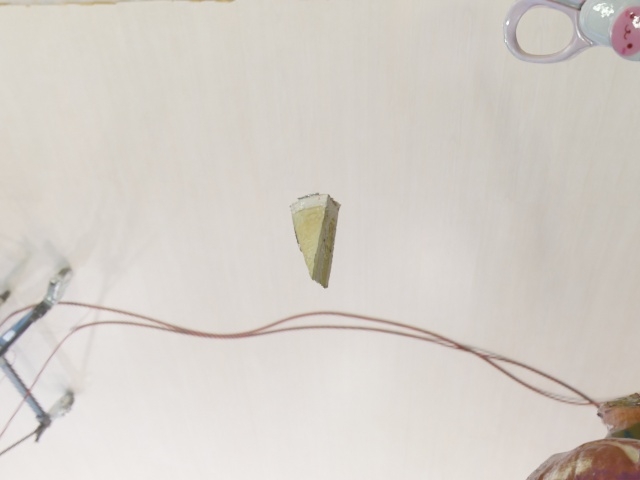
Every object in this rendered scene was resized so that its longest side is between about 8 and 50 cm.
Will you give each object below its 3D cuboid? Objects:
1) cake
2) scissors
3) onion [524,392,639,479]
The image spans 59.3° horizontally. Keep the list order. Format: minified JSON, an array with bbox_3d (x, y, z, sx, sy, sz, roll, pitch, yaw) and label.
[{"bbox_3d":[0.000,0.000,0.740,0.065,0.121,0.052,-21,157,22],"label":"cake"},{"bbox_3d":[0.267,-0.175,0.468,0.242,0.031,0.118,39,130,32],"label":"scissors"},{"bbox_3d":[0.439,0.361,0.708,0.399,0.420,0.398,17,135,18],"label":"onion"}]
